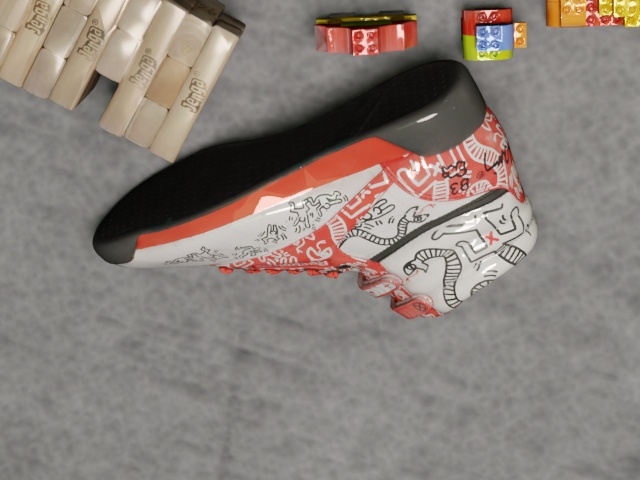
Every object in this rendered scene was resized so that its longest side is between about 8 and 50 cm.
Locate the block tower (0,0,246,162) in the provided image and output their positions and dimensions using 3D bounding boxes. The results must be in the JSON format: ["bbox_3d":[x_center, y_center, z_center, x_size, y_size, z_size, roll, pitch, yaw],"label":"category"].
[{"bbox_3d":[-0.216,-0.167,1.146,0.335,0.091,0.097,28,103,-5],"label":"block tower"}]

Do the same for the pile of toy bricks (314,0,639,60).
[{"bbox_3d":[0.101,-0.163,1.128,0.212,0.105,0.118,-3,104,3],"label":"pile of toy bricks"}]

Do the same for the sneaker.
[{"bbox_3d":[0.001,0.000,1.182,0.270,0.090,0.145,-21,119,18],"label":"sneaker"}]
